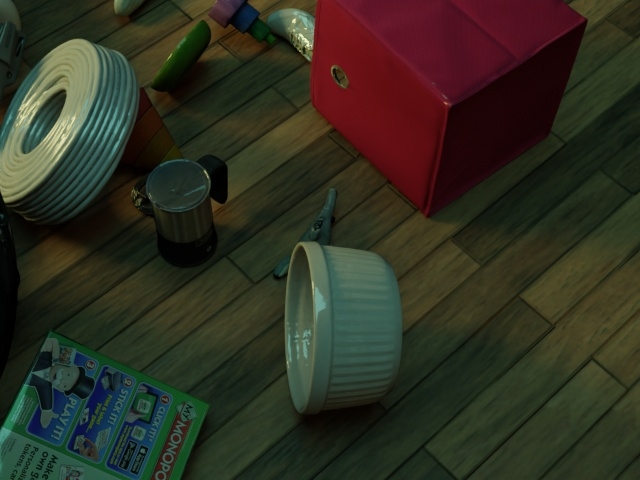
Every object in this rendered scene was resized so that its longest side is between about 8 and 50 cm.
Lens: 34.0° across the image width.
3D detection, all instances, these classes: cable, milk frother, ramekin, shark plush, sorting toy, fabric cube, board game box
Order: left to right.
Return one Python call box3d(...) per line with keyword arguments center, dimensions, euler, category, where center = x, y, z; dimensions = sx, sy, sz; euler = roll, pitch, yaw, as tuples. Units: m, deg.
box3d(center=(-0.343, -0.147, 1.401), dimensions=(0.257, 0.089, 0.257), euler=(12, 74, 52), category="cable")
box3d(center=(-0.278, 0.284, 1.177), dimensions=(0.214, 0.046, 0.317), euler=(28, 56, -12), category="board game box")
box3d(center=(-0.203, -0.060, 1.398), dimensions=(0.143, 0.134, 0.129), euler=(16, 57, 9), category="milk frother")
box3d(center=(-0.180, -0.224, 1.543), dimensions=(0.126, 0.127, 0.365), euler=(38, 62, -7), category="sorting toy")
box3d(center=(0.000, 0.000, 1.404), dimensions=(0.073, 0.067, 0.161), euler=(27, 60, 16), category="shark plush")
box3d(center=(0.026, 0.105, 1.261), dimensions=(0.109, 0.207, 0.207), euler=(1, 56, -11), category="ramekin")
box3d(center=(0.167, -0.241, 1.458), dimensions=(0.259, 0.254, 0.258), euler=(-33, 65, -21), category="fabric cube")

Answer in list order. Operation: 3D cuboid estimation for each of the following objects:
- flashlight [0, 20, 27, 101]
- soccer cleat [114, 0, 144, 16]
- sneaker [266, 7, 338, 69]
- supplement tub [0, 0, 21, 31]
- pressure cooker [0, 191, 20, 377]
box3d(center=(-0.494, -0.160, 1.420), dimensions=(0.103, 0.103, 0.304), euler=(9, 80, 9), category="flashlight")
box3d(center=(-0.272, -0.430, 1.683), dimensions=(0.076, 0.068, 0.196), euler=(18, 55, 7), category="soccer cleat")
box3d(center=(-0.018, -0.313, 1.618), dimensions=(0.152, 0.053, 0.061), euler=(21, 61, 11), category="sneaker")
box3d(center=(-0.581, -0.374, 1.561), dimensions=(0.191, 0.191, 0.272), euler=(-26, 61, -17), category="supplement tub")
box3d(center=(-0.547, 0.039, 1.184), dimensions=(0.421, 0.369, 0.375), euler=(11, 57, 5), category="pressure cooker")
